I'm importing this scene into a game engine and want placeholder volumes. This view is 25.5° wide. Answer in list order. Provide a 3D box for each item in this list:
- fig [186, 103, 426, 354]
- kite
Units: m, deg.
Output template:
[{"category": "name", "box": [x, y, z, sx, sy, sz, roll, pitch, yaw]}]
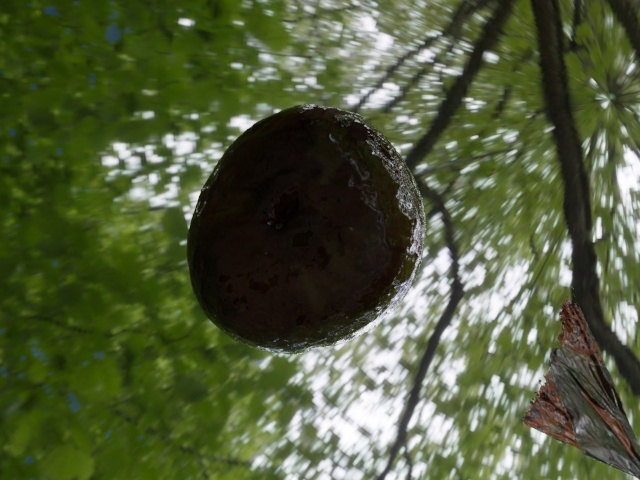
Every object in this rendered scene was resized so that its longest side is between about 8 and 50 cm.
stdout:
[{"category": "fig", "box": [-0.014, -0.007, 0.932, 0.143, 0.231, 0.160, 27, -91, -9]}, {"category": "kite", "box": [0.187, 0.117, 0.936, 0.008, 0.222, 0.125, -39, -86, 26]}]
